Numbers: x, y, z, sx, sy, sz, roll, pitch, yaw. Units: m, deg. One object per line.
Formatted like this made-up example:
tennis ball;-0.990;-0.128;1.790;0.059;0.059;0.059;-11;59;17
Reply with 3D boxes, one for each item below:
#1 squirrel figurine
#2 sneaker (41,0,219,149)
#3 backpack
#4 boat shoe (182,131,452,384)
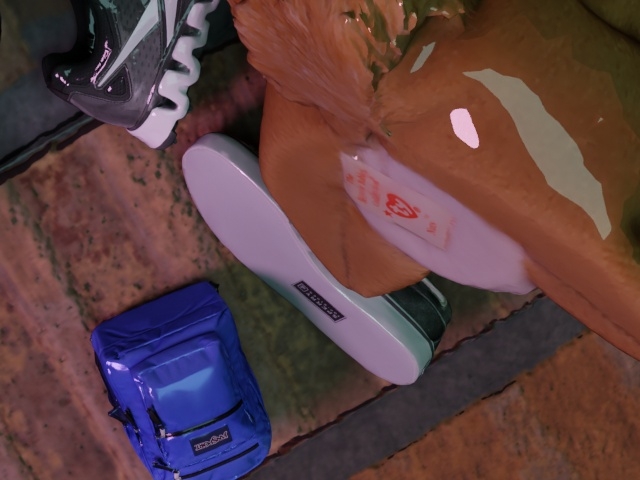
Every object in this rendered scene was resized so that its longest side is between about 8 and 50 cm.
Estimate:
squirrel figurine;0.124;-0.182;1.042;0.397;0.281;0.370;49;65;-35
sneaker;-0.103;-0.174;1.104;0.106;0.078;0.234;15;104;-25
backpack;-0.087;0.107;1.189;0.098;0.101;0.120;-20;116;-5
boat shoe;0.000;0.000;1.205;0.219;0.078;0.070;46;57;-20
